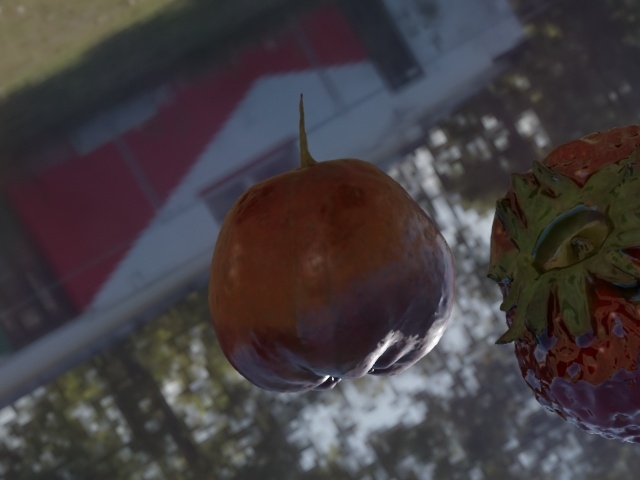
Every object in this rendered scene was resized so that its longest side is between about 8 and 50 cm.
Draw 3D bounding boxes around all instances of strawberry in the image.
[{"bbox_3d":[0.271,0.043,1.326,0.257,0.257,0.277,-29,141,27],"label":"strawberry"}]

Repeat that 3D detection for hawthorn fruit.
[{"bbox_3d":[-0.001,0.016,0.834,0.125,0.140,0.125,-29,-161,11],"label":"hawthorn fruit"}]
